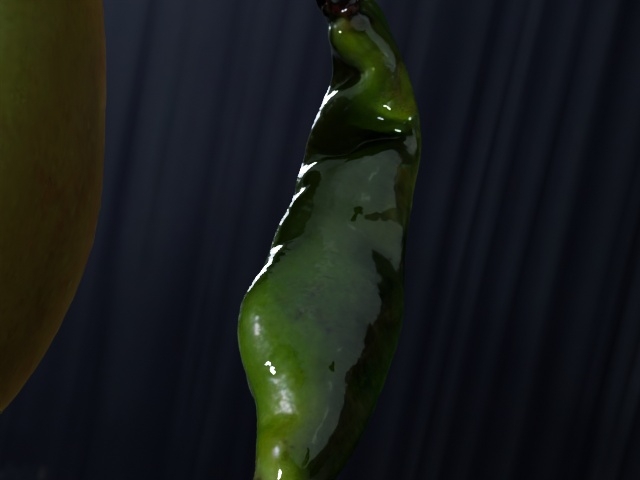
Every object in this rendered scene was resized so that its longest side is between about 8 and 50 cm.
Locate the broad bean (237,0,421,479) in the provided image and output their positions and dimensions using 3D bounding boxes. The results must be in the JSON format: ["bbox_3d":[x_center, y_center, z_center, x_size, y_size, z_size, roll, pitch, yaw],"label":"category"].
[{"bbox_3d":[0.005,0.000,0.665,0.046,0.195,0.061,-12,152,37],"label":"broad bean"}]

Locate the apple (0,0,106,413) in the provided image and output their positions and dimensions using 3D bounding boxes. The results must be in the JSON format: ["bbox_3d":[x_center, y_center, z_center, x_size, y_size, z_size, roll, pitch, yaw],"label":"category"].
[{"bbox_3d":[-0.235,-0.062,0.691,0.338,0.339,0.305,10,169,-11],"label":"apple"}]
